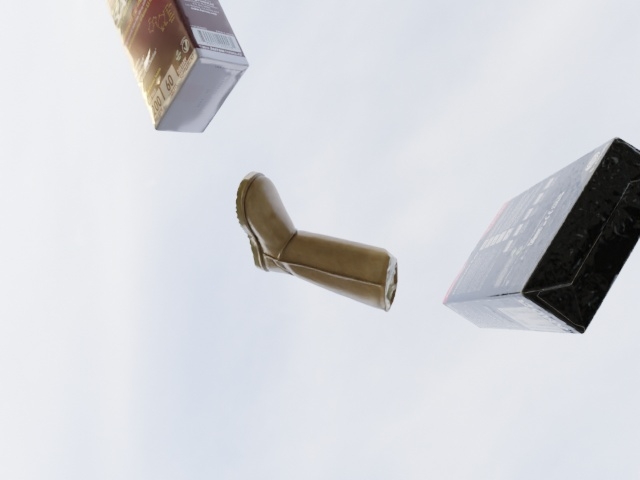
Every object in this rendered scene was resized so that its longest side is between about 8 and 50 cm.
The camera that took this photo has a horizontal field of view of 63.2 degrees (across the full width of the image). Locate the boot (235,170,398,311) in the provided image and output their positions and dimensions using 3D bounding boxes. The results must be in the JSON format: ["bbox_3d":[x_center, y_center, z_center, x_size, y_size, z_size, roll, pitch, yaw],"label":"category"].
[{"bbox_3d":[0.000,0.000,0.908,0.270,0.089,0.236,16,-38,24],"label":"boot"}]

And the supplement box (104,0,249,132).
[{"bbox_3d":[-0.188,-0.268,0.643,0.130,0.073,0.239,-41,-113,40],"label":"supplement box"}]

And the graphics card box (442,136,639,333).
[{"bbox_3d":[0.318,0.016,0.772,0.094,0.371,0.232,34,-98,5],"label":"graphics card box"}]
